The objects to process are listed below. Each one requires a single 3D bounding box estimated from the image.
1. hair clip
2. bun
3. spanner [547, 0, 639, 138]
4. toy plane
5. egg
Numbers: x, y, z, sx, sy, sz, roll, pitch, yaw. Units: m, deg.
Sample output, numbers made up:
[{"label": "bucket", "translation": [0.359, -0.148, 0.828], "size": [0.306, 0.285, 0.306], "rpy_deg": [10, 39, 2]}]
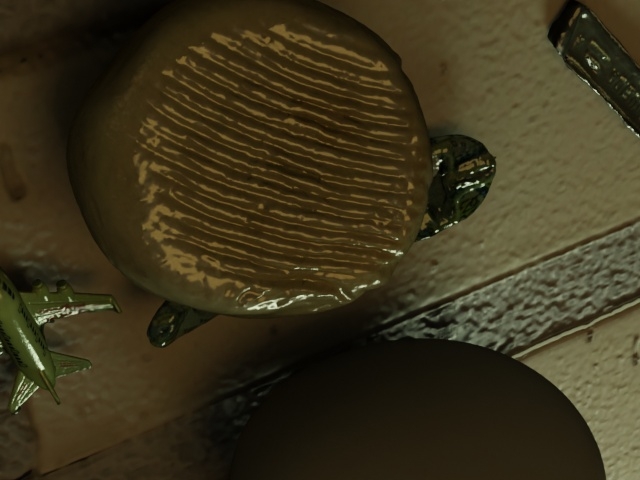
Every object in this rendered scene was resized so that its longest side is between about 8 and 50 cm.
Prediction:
[{"label": "hair clip", "translation": [-0.001, -0.002, 0.957], "size": [0.229, 0.036, 0.066], "rpy_deg": [-26, 138, -25]}, {"label": "bun", "translation": [-0.036, -0.041, 0.849], "size": [0.166, 0.113, 0.173], "rpy_deg": [-44, 112, -5]}, {"label": "spanner", "translation": [0.231, -0.054, 1.085], "size": [0.093, 0.026, 0.325], "rpy_deg": [-48, 134, 4]}, {"label": "toy plane", "translation": [-0.155, 0.044, 0.882], "size": [0.102, 0.040, 0.111], "rpy_deg": [-33, 134, -12]}, {"label": "egg", "translation": [0.055, 0.143, 1.005], "size": [0.232, 0.176, 0.176], "rpy_deg": [6, 118, -29]}]
